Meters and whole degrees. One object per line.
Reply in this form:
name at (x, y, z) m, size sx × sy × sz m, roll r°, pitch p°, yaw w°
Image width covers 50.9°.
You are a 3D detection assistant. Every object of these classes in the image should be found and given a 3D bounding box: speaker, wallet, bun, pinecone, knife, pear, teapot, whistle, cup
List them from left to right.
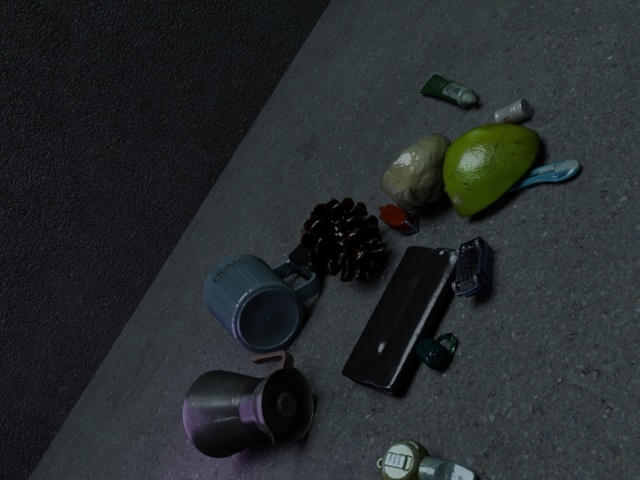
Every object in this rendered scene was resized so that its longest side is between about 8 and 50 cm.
teapot at (-0.200, 0.461, 1.915) m, size 0.344 × 0.253 × 0.300 m, roll -17°, pitch 44°, yaw 40°
cup at (-0.189, 0.209, 2.241) m, size 0.311 × 0.331 × 0.256 m, roll -147°, pitch 60°, yaw -62°
wallet at (0.000, 0.000, 2.274) m, size 0.250 × 0.044 × 0.149 m, roll -48°, pitch 39°, yaw -19°
pinecone at (0.073, 0.006, 2.034) m, size 0.244 × 0.244 × 0.309 m, roll -49°, pitch 38°, yaw 8°
wallet at (0.215, 0.197, 1.748) m, size 0.228 × 0.062 × 0.406 m, roll 2°, pitch 59°, yaw 59°
bun at (0.301, -0.184, 1.938) m, size 0.259 × 0.152 × 0.259 m, roll -34°, pitch -17°, yaw -12°
whistle at (0.217, 0.481, 1.386) m, size 0.223 × 0.123 × 0.122 m, roll 1°, pitch 55°, yaw 33°
speaker at (0.280, 0.261, 1.590) m, size 0.095 × 0.060 × 0.075 m, roll -21°, pitch 22°, yaw -15°
pear at (0.454, -0.225, 1.778) m, size 0.239 × 0.139 × 0.288 m, roll -16°, pitch 38°, yaw 44°
knife at (0.546, -0.161, 1.681) m, size 0.222 × 0.031 × 0.064 m, roll -15°, pitch 45°, yaw 52°

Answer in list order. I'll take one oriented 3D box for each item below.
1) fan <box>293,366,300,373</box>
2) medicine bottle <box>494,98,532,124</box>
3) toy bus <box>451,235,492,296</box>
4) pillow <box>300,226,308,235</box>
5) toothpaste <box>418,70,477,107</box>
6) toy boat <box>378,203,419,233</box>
fan at (-0.114, 0.420, 2.037) m, size 0.155 × 0.039 × 0.082 m, roll -11°, pitch 49°, yaw 55°
medicine bottle at (0.543, -0.357, 1.897) m, size 0.089 × 0.057 × 0.057 m, roll -21°, pitch 41°, yaw 47°
toy bus at (0.374, 0.072, 1.631) m, size 0.073 × 0.076 × 0.167 m, roll -27°, pitch 34°, yaw 40°
pillow at (-0.009, -0.017, 2.384) m, size 0.093 × 0.051 × 0.241 m, roll -45°, pitch 28°, yaw 3°
toothpaste at (0.430, -0.502, 2.256) m, size 0.098 × 0.061 × 0.392 m, roll -49°, pitch 24°, yaw 8°
toy boat at (0.238, -0.062, 2.034) m, size 0.069 × 0.059 × 0.173 m, roll -55°, pitch 33°, yaw -1°
